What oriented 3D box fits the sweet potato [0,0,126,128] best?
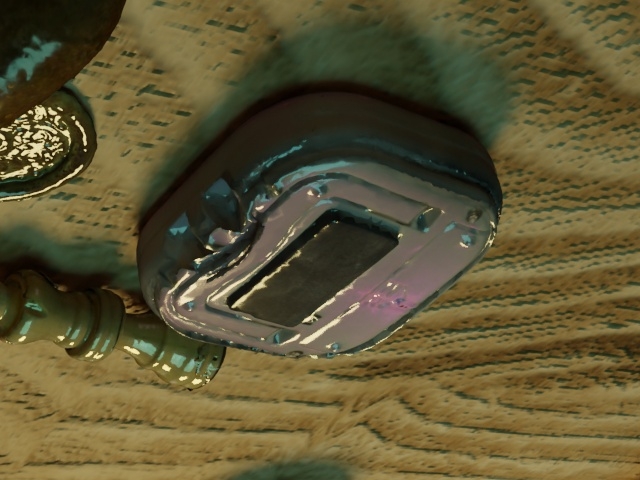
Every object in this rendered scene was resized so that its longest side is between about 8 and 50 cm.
[{"bbox_3d":[-0.248,-0.068,0.643,0.342,0.092,0.114,-11,123,-7],"label":"sweet potato"}]

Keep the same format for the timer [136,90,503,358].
[{"bbox_3d":[0.000,0.000,0.874,0.191,0.069,0.208,16,138,-36],"label":"timer"}]

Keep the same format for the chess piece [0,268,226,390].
[{"bbox_3d":[-0.143,0.054,0.908,0.172,0.060,0.060,18,135,-38],"label":"chess piece"}]

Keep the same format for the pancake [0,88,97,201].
[{"bbox_3d":[-0.177,-0.052,0.769,0.115,0.011,0.115,-10,148,-6],"label":"pancake"}]
